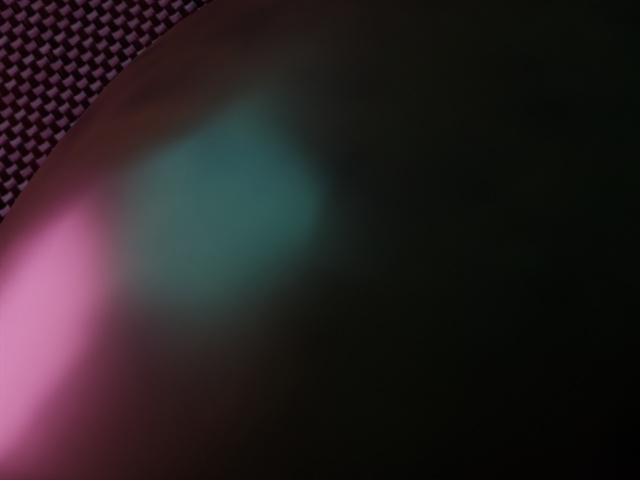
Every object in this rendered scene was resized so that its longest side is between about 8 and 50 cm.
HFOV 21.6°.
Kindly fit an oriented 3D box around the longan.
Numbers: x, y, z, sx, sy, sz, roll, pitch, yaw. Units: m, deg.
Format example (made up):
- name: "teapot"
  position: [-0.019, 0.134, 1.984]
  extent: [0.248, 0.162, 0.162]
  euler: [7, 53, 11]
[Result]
- name: "longan"
  position: [0.035, 0.063, 0.619]
  extent: [0.405, 0.336, 0.404]
  euler: [-23, 21, 9]
